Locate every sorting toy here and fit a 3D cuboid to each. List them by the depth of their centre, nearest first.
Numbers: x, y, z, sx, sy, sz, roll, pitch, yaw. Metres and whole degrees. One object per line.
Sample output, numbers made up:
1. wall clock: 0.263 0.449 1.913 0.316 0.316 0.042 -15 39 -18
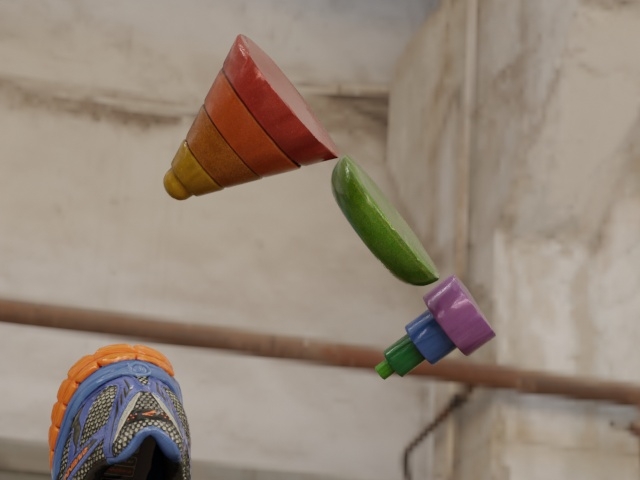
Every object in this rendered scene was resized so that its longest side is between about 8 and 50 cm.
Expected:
1. sorting toy: 0.000 0.000 1.306 0.126 0.127 0.365 -37 -55 7

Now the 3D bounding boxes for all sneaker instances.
1. sneaker: -0.108 0.167 0.811 0.083 0.221 0.087 0 15 -18
